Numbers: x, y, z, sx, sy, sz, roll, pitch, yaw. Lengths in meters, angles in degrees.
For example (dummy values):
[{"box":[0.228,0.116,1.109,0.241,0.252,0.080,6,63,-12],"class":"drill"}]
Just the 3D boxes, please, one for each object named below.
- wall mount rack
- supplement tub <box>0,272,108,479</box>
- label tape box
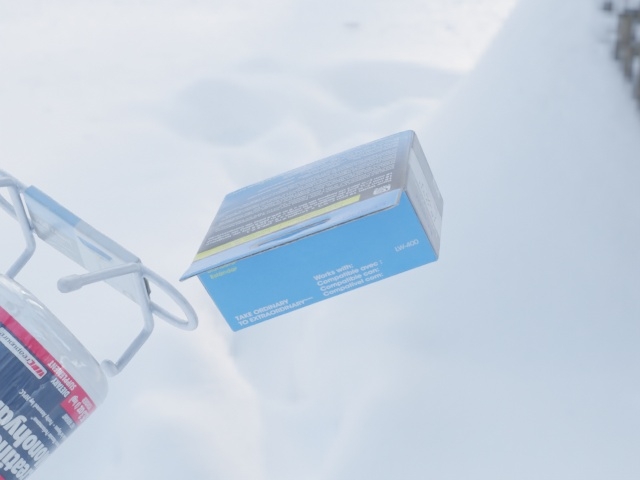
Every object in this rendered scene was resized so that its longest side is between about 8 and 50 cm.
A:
[{"box":[-0.320,0.023,2.030,0.350,0.304,0.130,32,68,18],"class":"wall mount rack"},{"box":[-0.375,0.184,1.785,0.272,0.191,0.191,-46,40,-13],"class":"supplement tub"},{"box":[0.000,0.000,1.829,0.240,0.106,0.334,-20,14,11],"class":"label tape box"}]
